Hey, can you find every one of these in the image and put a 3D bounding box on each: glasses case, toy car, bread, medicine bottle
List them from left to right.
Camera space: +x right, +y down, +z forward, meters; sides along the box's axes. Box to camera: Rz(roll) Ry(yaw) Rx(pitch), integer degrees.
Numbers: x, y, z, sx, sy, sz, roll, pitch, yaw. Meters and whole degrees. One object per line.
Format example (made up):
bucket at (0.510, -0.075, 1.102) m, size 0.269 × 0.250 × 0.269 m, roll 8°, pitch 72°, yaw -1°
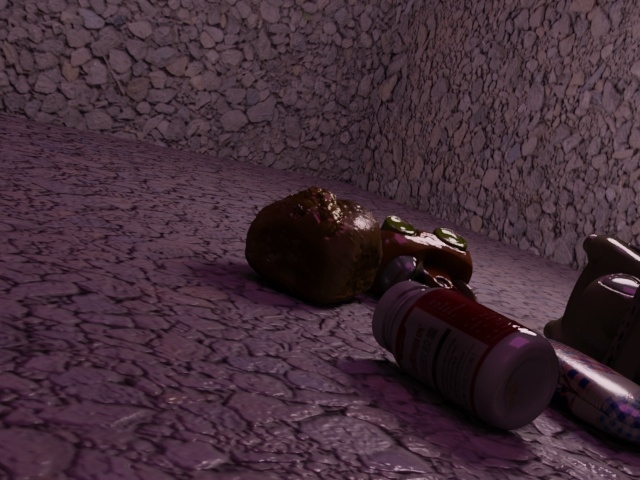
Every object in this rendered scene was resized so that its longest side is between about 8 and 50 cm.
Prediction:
bread at (0.000, 0.000, 1.693) m, size 0.196 × 0.176 × 0.246 m, roll 23°, pitch 9°, yaw 18°
toy car at (0.195, 0.077, 1.834) m, size 0.235 × 0.145 × 0.235 m, roll 21°, pitch 24°, yaw -9°
medicine bottle at (0.183, 0.142, 1.289) m, size 0.131 × 0.131 × 0.250 m, roll 12°, pitch 10°, yaw -39°
glasses case at (0.390, 0.215, 1.454) m, size 0.125 × 0.076 × 0.327 m, roll 16°, pitch 9°, yaw -26°
toy car at (0.523, 0.136, 1.716) m, size 0.226 × 0.242 × 0.336 m, roll 17°, pitch 11°, yaw -25°
